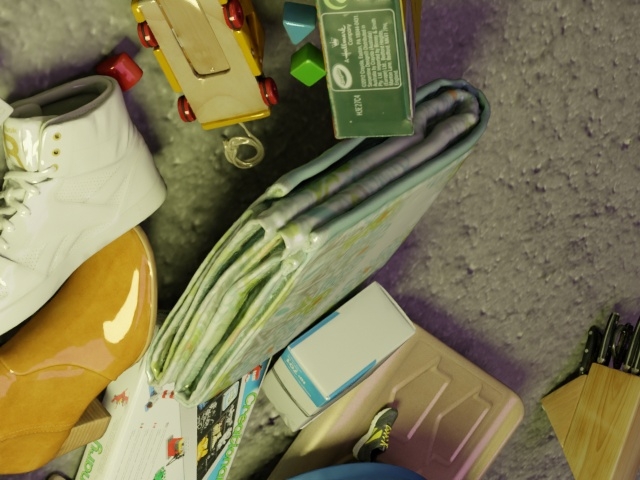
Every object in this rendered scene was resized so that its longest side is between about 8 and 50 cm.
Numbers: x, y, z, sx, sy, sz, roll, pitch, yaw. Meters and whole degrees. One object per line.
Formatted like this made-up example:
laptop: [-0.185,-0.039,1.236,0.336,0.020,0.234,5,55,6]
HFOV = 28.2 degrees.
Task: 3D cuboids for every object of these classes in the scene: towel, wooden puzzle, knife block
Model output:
towel: [0.000,0.000,1.345,0.374,0.090,0.320,-32,165,-46]
wooden puzzle: [0.096,0.284,1.763,0.348,0.080,0.322,35,90,-44]
knife block: [0.483,0.257,1.991,0.242,0.276,0.088,-34,143,21]

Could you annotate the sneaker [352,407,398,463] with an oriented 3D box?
sneaker: [0.078,0.256,1.652,0.031,0.035,0.083,35,90,-45]

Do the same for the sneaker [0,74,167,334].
sneaker: [-0.284,-0.037,1.178,0.292,0.108,0.169,-43,137,-28]

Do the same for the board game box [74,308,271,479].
board game box: [-0.175,0.227,1.471,0.193,0.053,0.305,7,108,-48]

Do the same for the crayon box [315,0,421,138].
crayon box: [0.052,-0.271,1.257,0.081,0.318,0.202,-2,128,9]

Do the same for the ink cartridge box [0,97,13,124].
ink cartridge box: [-0.361,-0.130,1.067,0.104,0.061,0.181,-51,138,-5]

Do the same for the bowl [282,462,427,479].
bowl: [0.000,0.431,1.667,0.391,0.077,0.391,-13,136,-13]

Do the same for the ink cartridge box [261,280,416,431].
ink cartridge box: [0.016,0.142,1.517,0.139,0.082,0.191,-35,173,-22]

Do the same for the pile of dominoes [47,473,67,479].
pile of dominoes: [-0.362,0.375,1.432,0.251,0.040,0.196,-35,135,-34]

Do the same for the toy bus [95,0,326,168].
toy bus: [-0.102,-0.195,1.239,0.191,0.104,0.202,21,136,-19]

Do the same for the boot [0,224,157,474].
boot: [-0.285,0.119,1.262,0.211,0.104,0.295,-11,129,-46]
